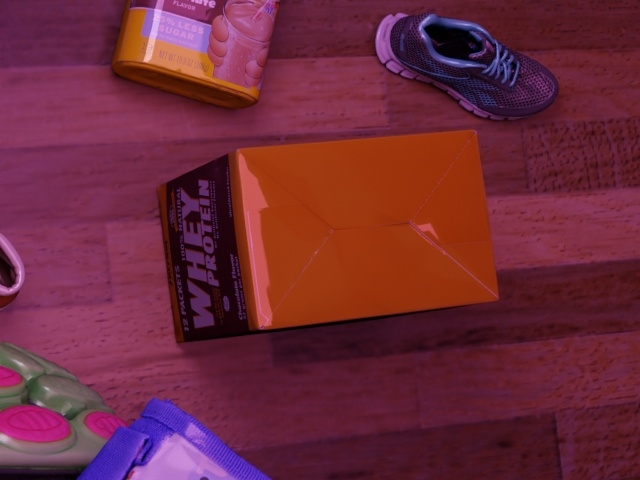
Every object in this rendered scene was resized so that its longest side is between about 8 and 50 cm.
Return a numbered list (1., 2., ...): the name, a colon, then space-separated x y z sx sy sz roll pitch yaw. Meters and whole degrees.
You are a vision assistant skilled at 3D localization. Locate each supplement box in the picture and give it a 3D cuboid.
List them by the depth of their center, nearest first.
1. supplement box: 0.000 0.000 1.359 0.191 0.194 0.129 -6 86 -22

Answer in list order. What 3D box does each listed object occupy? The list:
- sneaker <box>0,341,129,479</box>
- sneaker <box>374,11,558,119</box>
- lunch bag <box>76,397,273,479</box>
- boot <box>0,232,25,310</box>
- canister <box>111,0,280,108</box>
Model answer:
1. sneaker: -0.355 0.190 1.235 0.483 0.185 0.202 -11 126 -30
2. sneaker: 0.130 -0.146 1.491 0.167 0.076 0.065 16 79 -19
3. lunch bag: -0.084 0.344 1.260 0.385 0.239 0.328 45 71 -24
4. boot: -0.270 -0.018 1.317 0.059 0.085 0.158 -39 97 -19
5. canister: -0.089 -0.200 1.414 0.126 0.073 0.169 15 80 -19
